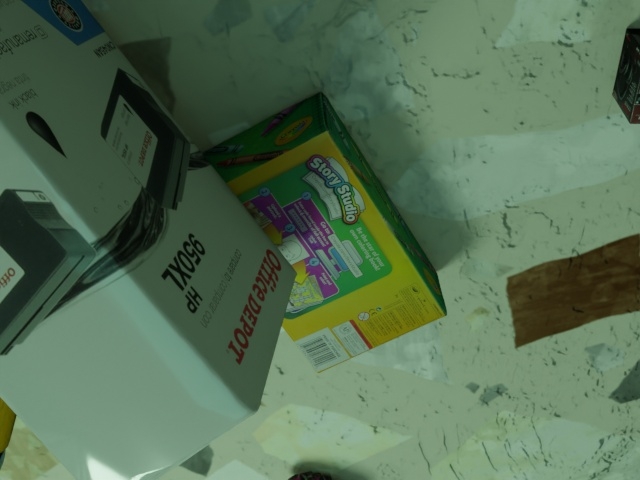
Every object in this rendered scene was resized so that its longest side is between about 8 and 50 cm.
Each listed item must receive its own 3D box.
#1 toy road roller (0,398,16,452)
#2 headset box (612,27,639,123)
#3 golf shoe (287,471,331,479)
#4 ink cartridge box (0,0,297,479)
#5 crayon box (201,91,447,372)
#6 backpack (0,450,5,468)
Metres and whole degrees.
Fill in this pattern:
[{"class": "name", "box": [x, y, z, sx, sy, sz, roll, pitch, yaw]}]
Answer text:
[{"class": "toy road roller", "box": [-0.378, 0.068, 1.000, 0.329, 0.241, 0.202, 14, 124, -14]}, {"class": "headset box", "box": [0.317, -0.158, 0.998, 0.032, 0.062, 0.083, 0, 127, -4]}, {"class": "golf shoe", "box": [0.020, 0.374, 1.361, 0.186, 0.067, 0.086, 29, 120, -23]}, {"class": "ink cartridge box", "box": [-0.210, -0.024, 0.856, 0.166, 0.285, 0.395, -34, 104, 17]}, {"class": "crayon box", "box": [0.000, 0.000, 1.077, 0.165, 0.081, 0.278, -26, 123, 14]}, {"class": "backpack", "box": [-0.527, 0.223, 1.094, 0.355, 0.290, 0.273, 1, 126, -26]}]
